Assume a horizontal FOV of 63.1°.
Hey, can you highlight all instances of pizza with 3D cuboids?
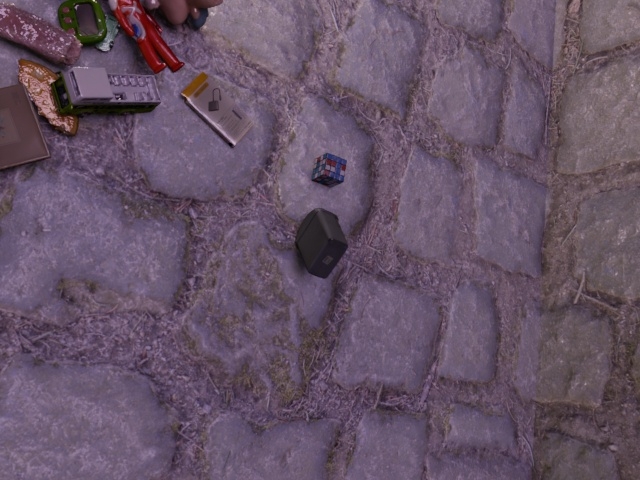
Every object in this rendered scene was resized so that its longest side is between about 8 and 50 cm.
[{"bbox_3d":[-0.786,-0.414,1.510,0.246,0.058,0.127,48,61,-18],"label":"pizza"}]

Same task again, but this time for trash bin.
[{"bbox_3d":[0.000,0.000,1.825,0.101,0.236,0.177,24,113,-27],"label":"trash bin"}]

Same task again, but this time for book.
[{"bbox_3d":[-0.920,-0.283,1.395,0.310,0.021,0.217,-20,93,-20],"label":"book"}]

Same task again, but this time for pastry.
[{"bbox_3d":[-0.809,-0.586,1.493,0.265,0.112,0.103,27,95,-10],"label":"pastry"}]

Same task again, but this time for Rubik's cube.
[{"bbox_3d":[0.033,-0.264,1.964,0.092,0.092,0.092,16,73,-28],"label":"Rubik's cube"}]

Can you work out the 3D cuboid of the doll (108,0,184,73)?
[{"bbox_3d":[-0.586,-0.703,1.639,0.384,0.099,0.188,53,22,-12],"label":"doll"}]

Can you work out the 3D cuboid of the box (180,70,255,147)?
[{"bbox_3d":[-0.352,-0.449,1.794,0.247,0.033,0.129,44,64,-18],"label":"box"}]

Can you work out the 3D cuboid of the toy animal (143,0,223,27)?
[{"bbox_3d":[-0.432,-0.820,1.679,0.229,0.221,0.210,28,52,-34],"label":"toy animal"}]

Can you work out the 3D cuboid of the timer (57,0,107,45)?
[{"bbox_3d":[-0.718,-0.659,1.576,0.128,0.047,0.140,-14,86,-10],"label":"timer"}]

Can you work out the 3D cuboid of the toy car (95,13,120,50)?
[{"bbox_3d":[-0.668,-0.649,1.632,0.059,0.035,0.122,20,80,-27],"label":"toy car"}]

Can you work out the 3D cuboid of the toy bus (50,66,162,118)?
[{"bbox_3d":[-0.618,-0.440,1.541,0.301,0.139,0.113,-19,93,-50],"label":"toy bus"}]
